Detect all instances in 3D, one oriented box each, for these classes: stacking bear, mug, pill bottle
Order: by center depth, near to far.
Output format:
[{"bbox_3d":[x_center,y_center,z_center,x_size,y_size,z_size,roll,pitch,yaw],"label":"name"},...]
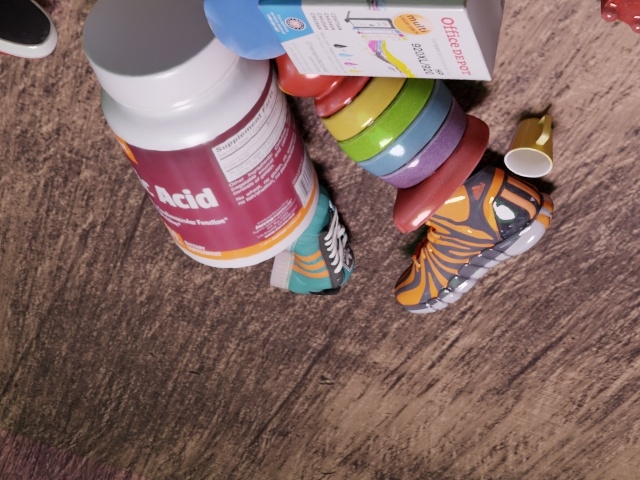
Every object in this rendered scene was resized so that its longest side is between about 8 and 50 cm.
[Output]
[{"bbox_3d":[0.060,-0.178,1.888,0.289,0.175,0.164,40,116,-18],"label":"stacking bear"},{"bbox_3d":[-0.152,-0.157,1.943,0.224,0.224,0.392,3,147,19],"label":"pill bottle"},{"bbox_3d":[0.283,-0.128,1.948,0.078,0.064,0.062,-17,136,41],"label":"mug"}]

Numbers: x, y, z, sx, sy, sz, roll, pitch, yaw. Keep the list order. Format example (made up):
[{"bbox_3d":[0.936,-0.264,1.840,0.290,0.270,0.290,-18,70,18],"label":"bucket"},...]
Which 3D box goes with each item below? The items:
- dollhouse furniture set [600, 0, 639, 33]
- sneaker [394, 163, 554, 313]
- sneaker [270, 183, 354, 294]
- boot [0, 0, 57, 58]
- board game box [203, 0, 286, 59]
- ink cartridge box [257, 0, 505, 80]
[{"bbox_3d":[0.429,-0.238,1.596,0.201,0.152,0.374,-10,145,35],"label":"dollhouse furniture set"},{"bbox_3d":[0.170,-0.022,2.137,0.180,0.124,0.321,32,135,-18],"label":"sneaker"},{"bbox_3d":[0.000,0.000,2.248,0.121,0.108,0.302,15,157,-1],"label":"sneaker"},{"bbox_3d":[-0.467,-0.274,2.035,0.244,0.088,0.176,20,150,8],"label":"boot"},{"bbox_3d":[-0.075,-0.301,1.766,0.133,0.168,0.033,24,-179,-38],"label":"board game box"},{"bbox_3d":[0.077,-0.289,1.655,0.233,0.168,0.171,4,160,18],"label":"ink cartridge box"}]
